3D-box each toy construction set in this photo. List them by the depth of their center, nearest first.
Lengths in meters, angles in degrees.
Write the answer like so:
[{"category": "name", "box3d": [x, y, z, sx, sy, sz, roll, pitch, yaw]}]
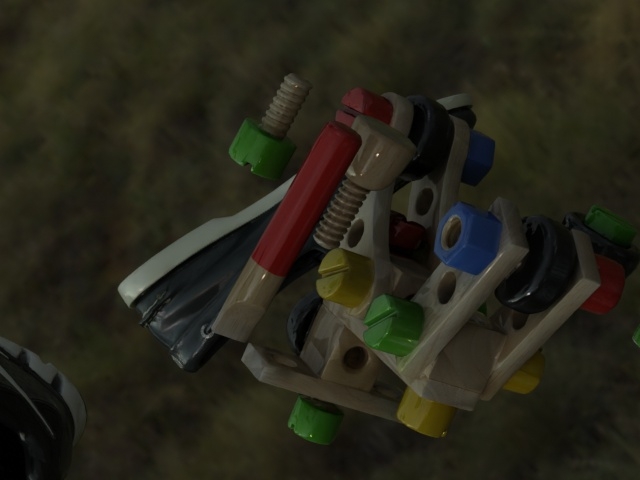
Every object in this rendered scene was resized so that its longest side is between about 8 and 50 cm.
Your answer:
[{"category": "toy construction set", "box3d": [0.033, 0.045, 1.139, 0.257, 0.309, 0.237, 40, 107, 35]}]

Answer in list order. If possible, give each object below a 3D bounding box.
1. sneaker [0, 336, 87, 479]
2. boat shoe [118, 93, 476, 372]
[{"category": "sneaker", "box3d": [-0.214, 0.063, 0.912, 0.078, 0.234, 0.106, -47, 23, 13]}, {"category": "boat shoe", "box3d": [-0.001, 0.000, 1.530, 0.340, 0.113, 0.127, -30, -9, 0]}]
